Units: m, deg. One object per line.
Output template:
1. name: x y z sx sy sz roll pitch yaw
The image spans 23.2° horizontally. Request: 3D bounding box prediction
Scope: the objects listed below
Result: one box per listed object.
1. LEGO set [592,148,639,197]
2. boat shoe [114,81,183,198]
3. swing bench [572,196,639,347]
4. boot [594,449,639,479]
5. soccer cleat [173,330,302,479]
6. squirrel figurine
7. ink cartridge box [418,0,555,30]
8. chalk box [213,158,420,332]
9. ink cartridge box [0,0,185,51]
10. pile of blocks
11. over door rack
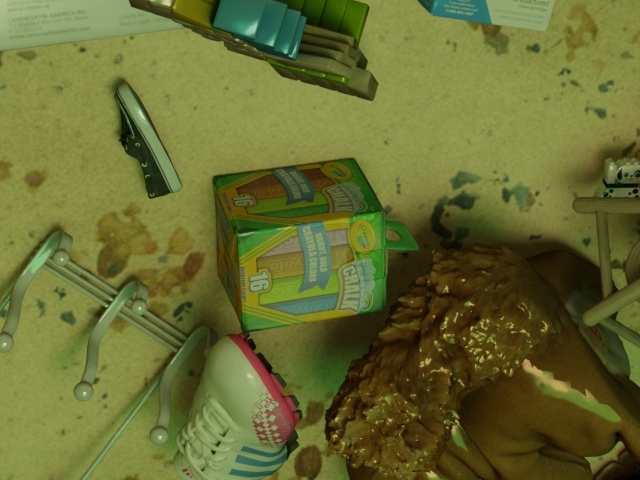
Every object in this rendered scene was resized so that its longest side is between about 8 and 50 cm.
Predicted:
1. LEGO set: 0.426 -0.100 1.816 0.227 0.087 0.093 -1 115 -6
2. boat shoe: -0.189 -0.101 1.652 0.040 0.049 0.142 -25 125 -1
3. swing bench: 0.457 0.028 1.748 0.255 0.165 0.253 -18 150 33
4. boot: 0.425 0.406 2.084 0.283 0.109 0.220 -46 122 9
5. soccer cleat: -0.101 0.212 1.735 0.143 0.116 0.331 -33 159 -12
6. squirrel figurine: 0.148 0.186 1.794 0.370 0.281 0.397 -35 140 24
7. ink cartridge box: 0.187 -0.326 1.618 0.140 0.082 0.190 5 119 -19
8. chalk box: 0.000 0.000 1.717 0.213 0.132 0.132 -10 121 -12
9. ink cartridge box: -0.263 -0.369 1.434 0.308 0.091 0.385 -10 119 -21
10. pile of blocks: -0.041 -0.233 1.499 0.362 0.149 0.112 17 90 -57
11. over door rack: -0.297 0.175 1.742 0.239 0.108 0.324 37 104 -29
